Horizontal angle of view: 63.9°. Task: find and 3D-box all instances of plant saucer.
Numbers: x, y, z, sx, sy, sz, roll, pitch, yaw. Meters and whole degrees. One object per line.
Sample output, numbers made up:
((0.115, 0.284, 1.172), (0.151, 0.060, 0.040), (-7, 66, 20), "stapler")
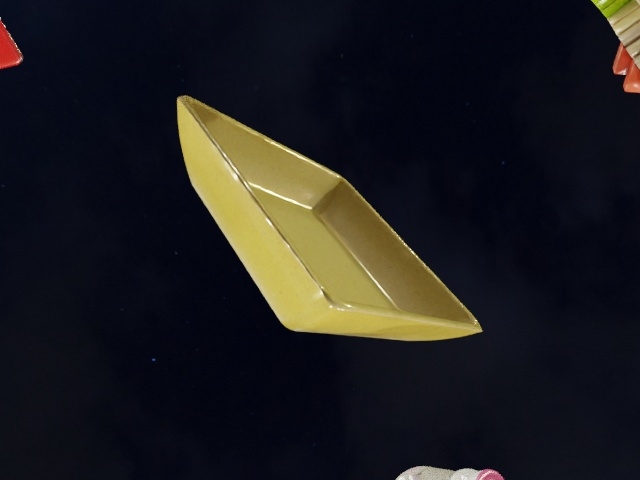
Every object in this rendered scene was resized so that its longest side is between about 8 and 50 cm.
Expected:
((0.000, 0.000, 0.609), (0.081, 0.333, 0.333), (-50, -126, 17), "plant saucer")

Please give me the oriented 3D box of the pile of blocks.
((0.439, -0.288, 0.702), (0.112, 0.149, 0.362), (-35, -103, 39), "pile of blocks")

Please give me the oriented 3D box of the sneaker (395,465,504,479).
((0.122, 0.351, 0.534), (0.111, 0.103, 0.252), (4, -94, 43), "sneaker")

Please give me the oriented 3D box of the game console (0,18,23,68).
((-0.512, -0.316, 0.738), (0.144, 0.085, 0.124), (-10, -109, 7), "game console")
